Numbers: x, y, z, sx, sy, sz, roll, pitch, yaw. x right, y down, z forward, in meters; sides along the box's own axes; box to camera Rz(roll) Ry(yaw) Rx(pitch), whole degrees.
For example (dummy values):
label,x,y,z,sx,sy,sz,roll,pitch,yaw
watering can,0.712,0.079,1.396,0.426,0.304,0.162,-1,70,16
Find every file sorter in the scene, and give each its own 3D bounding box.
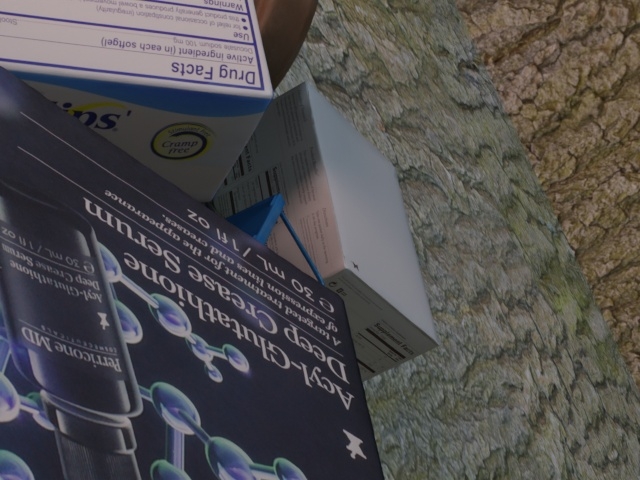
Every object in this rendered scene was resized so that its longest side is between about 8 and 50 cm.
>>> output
label,x,y,z,sx,sy,sz,roll,pitch,yaw
file sorter,-0.095,0.056,1.212,0.104,0.170,0.118,61,20,-16

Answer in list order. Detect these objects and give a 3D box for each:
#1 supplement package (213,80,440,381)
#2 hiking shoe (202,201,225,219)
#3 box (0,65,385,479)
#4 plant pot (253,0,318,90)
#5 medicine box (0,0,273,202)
label,x,y,z,sx,sy,sz,roll,pitch,yaw
supplement package,0.000,0.000,1.542,0.204,0.145,0.262,40,31,-46
hiking shoe,-0.091,0.041,1.355,0.114,0.086,0.227,2,62,-63
box,-0.131,0.143,0.760,0.293,0.212,0.395,35,25,-30
plant pot,-0.165,-0.266,1.390,0.229,0.263,0.263,17,46,-37
medicine box,-0.203,-0.192,1.108,0.263,0.149,0.289,4,56,-25
